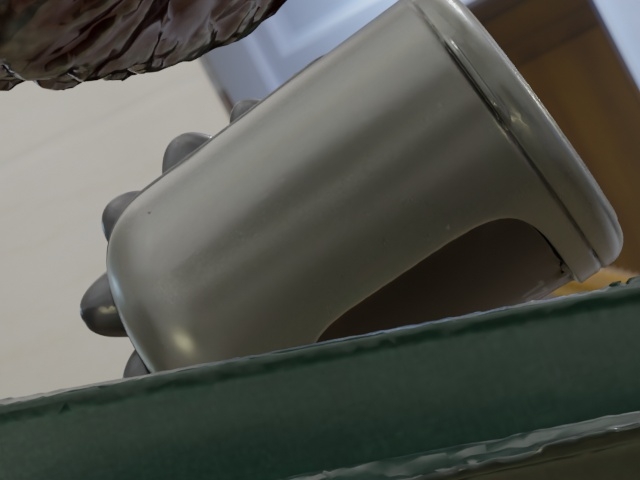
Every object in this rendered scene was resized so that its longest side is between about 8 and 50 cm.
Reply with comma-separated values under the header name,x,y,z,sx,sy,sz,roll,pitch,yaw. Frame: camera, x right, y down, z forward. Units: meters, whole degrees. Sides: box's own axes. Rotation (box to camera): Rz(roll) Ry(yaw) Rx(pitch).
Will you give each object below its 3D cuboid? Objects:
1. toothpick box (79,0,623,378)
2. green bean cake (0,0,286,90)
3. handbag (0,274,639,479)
name,x,y,z,sx,sy,sz,roll,pitch,yaw
toothpick box,0.000,0.000,1.106,0.316,0.229,0.229,-35,2,5
green bean cake,-0.047,-0.146,0.600,0.198,0.097,0.233,-54,-12,19
handbag,0.016,0.140,0.539,0.326,0.238,0.089,-12,32,7
